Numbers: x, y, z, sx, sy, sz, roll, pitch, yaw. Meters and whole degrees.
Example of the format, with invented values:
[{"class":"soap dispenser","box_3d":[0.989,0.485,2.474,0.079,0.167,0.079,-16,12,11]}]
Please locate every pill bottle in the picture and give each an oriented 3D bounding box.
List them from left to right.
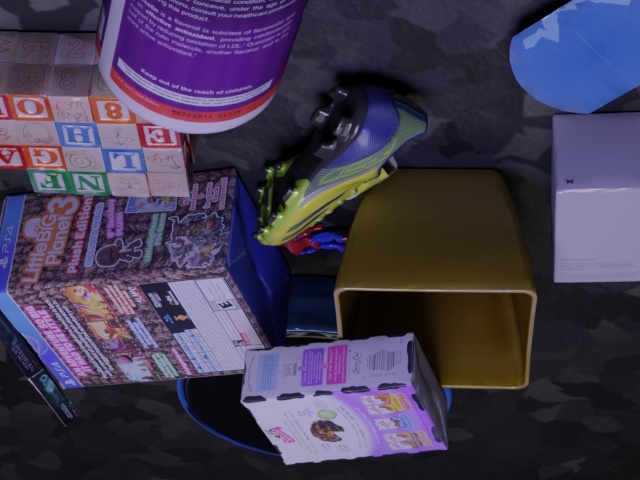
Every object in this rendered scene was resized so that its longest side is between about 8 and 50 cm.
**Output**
[{"class":"pill bottle","box_3d":[-0.091,-0.250,1.383,0.182,0.181,0.323,10,146,-10]}]

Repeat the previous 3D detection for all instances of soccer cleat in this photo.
[{"class":"soccer cleat","box_3d":[0.016,-0.068,1.724,0.121,0.093,0.289,12,146,-24]}]

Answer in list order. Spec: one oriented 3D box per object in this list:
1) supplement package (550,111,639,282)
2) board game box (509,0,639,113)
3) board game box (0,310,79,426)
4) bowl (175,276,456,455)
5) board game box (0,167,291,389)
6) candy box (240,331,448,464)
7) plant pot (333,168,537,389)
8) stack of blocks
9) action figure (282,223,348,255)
[{"class":"supplement package","box_3d":[0.304,-0.044,1.716,0.105,0.105,0.179,-1,146,7]},{"class":"board game box","box_3d":[0.270,-0.198,1.560,0.169,0.033,0.133,-31,128,33]},{"class":"board game box","box_3d":[-0.380,0.142,2.009,0.026,0.186,0.126,-36,144,-10]},{"class":"bowl","box_3d":[-0.009,0.183,2.109,0.391,0.077,0.391,3,146,2]},{"class":"board game box","box_3d":[-0.207,0.051,1.874,0.291,0.141,0.232,-6,145,14]},{"class":"candy box","box_3d":[0.030,0.180,1.773,0.196,0.070,0.165,-7,145,15]},{"class":"plant pot","box_3d":[0.130,0.033,1.775,0.212,0.187,0.212,1,147,5]},{"class":"stack of blocks","box_3d":[-0.287,-0.132,1.659,0.297,0.087,0.171,2,146,3]},{"class":"action figure","box_3d":[0.000,0.000,1.880,0.115,0.030,0.038,-3,140,18]}]
